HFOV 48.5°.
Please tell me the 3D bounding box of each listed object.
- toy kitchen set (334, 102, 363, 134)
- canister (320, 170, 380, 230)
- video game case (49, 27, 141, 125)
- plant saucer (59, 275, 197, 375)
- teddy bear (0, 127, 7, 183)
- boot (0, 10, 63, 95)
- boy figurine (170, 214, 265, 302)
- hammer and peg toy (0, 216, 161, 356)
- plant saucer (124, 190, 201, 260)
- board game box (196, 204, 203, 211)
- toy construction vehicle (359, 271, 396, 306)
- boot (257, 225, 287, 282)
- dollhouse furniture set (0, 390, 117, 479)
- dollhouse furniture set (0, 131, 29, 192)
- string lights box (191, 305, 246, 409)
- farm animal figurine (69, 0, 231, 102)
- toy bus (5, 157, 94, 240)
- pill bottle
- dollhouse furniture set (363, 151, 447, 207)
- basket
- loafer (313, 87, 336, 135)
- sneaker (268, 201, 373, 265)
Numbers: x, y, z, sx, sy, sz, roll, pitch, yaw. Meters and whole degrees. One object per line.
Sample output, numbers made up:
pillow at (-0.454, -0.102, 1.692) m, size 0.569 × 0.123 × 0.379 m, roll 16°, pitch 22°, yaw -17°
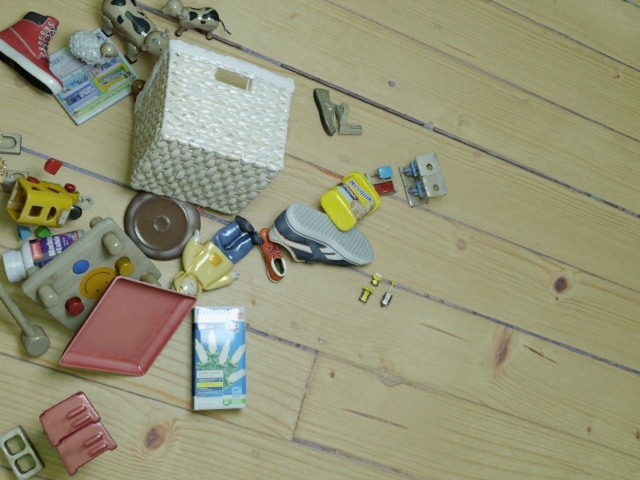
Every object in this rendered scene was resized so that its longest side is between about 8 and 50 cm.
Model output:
toy kitchen set at (0.086, -0.362, 2.068) m, size 0.075 × 0.083 × 0.068 m, roll 0°, pitch 39°, yaw -17°
canister at (0.083, -0.109, 1.972) m, size 0.126 × 0.073 × 0.170 m, roll 53°, pitch 36°, yaw -3°
video game case at (-0.615, -0.437, 1.893) m, size 0.212 × 0.023 × 0.193 m, roll -38°, pitch 92°, yaw -20°
plant saucer at (-0.462, 0.201, 1.706) m, size 0.048 × 0.259 × 0.258 m, roll 42°, pitch 101°, yaw 36°
teddy bear at (-0.845, -0.152, 1.660) m, size 0.338 × 0.113 × 0.245 m, roll -38°, pitch 73°, yaw 20°
boot at (-0.706, -0.488, 1.818) m, size 0.244 × 0.088 × 0.176 m, roll 39°, pitch 68°, yaw 15°
boy figurine at (-0.289, 0.054, 1.856) m, size 0.285 × 0.092 × 0.177 m, roll -42°, pitch 116°, yaw -17°
hammer and peg toy at (-0.575, 0.127, 1.675) m, size 0.361 × 0.266 × 0.127 m, roll -40°, pitch 53°, yaw -10°
plant saucer at (-0.412, -0.044, 1.844) m, size 0.199 × 0.036 × 0.198 m, roll 0°, pitch 94°, yaw -3°
board game box at (-0.382, -0.152, 1.899) m, size 0.193 × 0.045 × 0.146 m, roll 41°, pitch 72°, yaw -6°
toy construction vehicle at (0.162, 0.145, 2.019) m, size 0.086 × 0.035 × 0.098 m, roll 26°, pitch 71°, yaw 1°
boot at (-0.127, 0.031, 1.923) m, size 0.059 × 0.084 × 0.157 m, roll -16°, pitch 84°, yaw -17°
dollhouse furniture set at (-0.670, 0.499, 1.615) m, size 0.374 × 0.201 × 0.152 m, roll -29°, pitch 89°, yaw -20°
dollhouse furniture set at (-0.793, -0.206, 1.745) m, size 0.144 × 0.123 × 0.151 m, roll 4°, pitch 79°, yaw -16°
string lights box at (-0.264, 0.301, 1.837) m, size 0.134 × 0.077 × 0.259 m, roll 1°, pitch 80°, yaw -15°
farm animal figurine at (-0.438, -0.543, 1.870) m, size 0.327 × 0.172 × 0.330 m, roll 32°, pitch 68°, yaw -11°
toy bus at (-0.648, -0.081, 1.722) m, size 0.202 × 0.190 × 0.104 m, roll -35°, pitch 50°, yaw -19°
pill bottle at (-0.668, 0.044, 1.746) m, size 0.194 × 0.108 × 0.108 m, roll -14°, pitch 85°, yaw -19°
dollhouse furniture set at (0.241, -0.160, 2.042) m, size 0.184 × 0.129 × 0.128 m, roll -15°, pitch 85°, yaw -19°
basket at (-0.280, -0.263, 1.761) m, size 0.329 × 0.331 × 0.266 m, roll 14°, pitch 65°, yaw -25°
loafer at (0.022, -0.375, 2.054) m, size 0.050 × 0.056 × 0.147 m, roll -16°, pitch 85°, yaw -12°
sneaker at (0.000, 0.000, 1.955) m, size 0.321 × 0.127 × 0.126 m, roll 27°, pitch 43°, yaw -35°
